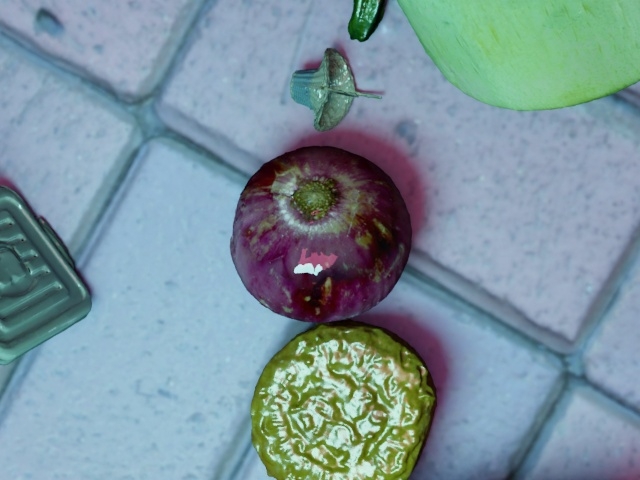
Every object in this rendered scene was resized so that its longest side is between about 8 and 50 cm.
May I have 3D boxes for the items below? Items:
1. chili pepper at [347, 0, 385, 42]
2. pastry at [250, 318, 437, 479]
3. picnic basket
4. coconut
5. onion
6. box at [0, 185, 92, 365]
[{"bbox_3d":[0.026,-0.288,1.695,0.073,0.050,0.182,-26,94,1],"label":"chili pepper"},{"bbox_3d":[0.024,0.168,1.704,0.189,0.103,0.188,1,95,6],"label":"pastry"},{"bbox_3d":[0.014,-0.147,1.704,0.083,0.065,0.083,7,91,27],"label":"picnic basket"},{"bbox_3d":[0.220,-0.264,1.570,0.328,0.281,0.328,-15,119,-29],"label":"coconut"},{"bbox_3d":[0.001,-0.005,1.673,0.177,0.153,0.177,-5,75,21],"label":"onion"},{"bbox_3d":[-0.347,0.061,1.679,0.135,0.243,0.163,-37,91,20],"label":"box"}]
